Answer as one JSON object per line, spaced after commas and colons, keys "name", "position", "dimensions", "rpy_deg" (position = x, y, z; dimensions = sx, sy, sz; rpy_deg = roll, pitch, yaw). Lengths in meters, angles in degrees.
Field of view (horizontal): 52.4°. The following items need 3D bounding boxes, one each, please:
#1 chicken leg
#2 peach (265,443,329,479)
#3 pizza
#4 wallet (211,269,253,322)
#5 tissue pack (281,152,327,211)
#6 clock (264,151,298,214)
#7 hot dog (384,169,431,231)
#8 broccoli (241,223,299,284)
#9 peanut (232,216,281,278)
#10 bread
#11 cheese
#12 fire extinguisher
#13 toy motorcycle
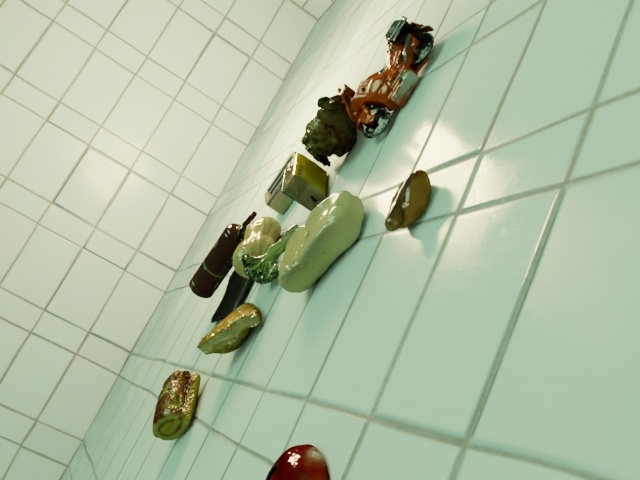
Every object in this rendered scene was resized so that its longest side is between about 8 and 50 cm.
{"name": "chicken leg", "position": [0.049, -0.325, 1.922], "dimensions": [0.212, 0.140, 0.361], "rpy_deg": [-67, -9, 17]}
{"name": "peach", "position": [-0.065, 0.433, 0.999], "dimensions": [0.189, 0.068, 0.279], "rpy_deg": [-53, 18, 24]}
{"name": "pizza", "position": [-0.235, 0.248, 1.805], "dimensions": [0.188, 0.081, 0.204], "rpy_deg": [-34, 9, 3]}
{"name": "wallet", "position": [-0.259, 0.119, 2.145], "dimensions": [0.247, 0.041, 0.323], "rpy_deg": [-26, 38, 63]}
{"name": "tissue pack", "position": [-0.043, -0.172, 1.894], "dimensions": [0.082, 0.120, 0.169], "rpy_deg": [-50, 17, 24]}
{"name": "clock", "position": [-0.109, -0.196, 2.208], "dimensions": [0.192, 0.071, 0.147], "rpy_deg": [-54, 17, 13]}
{"name": "hot dog", "position": [0.164, -0.073, 1.241], "dimensions": [0.140, 0.060, 0.090], "rpy_deg": [-66, 13, -12]}
{"name": "broccoli", "position": [-0.127, 0.037, 1.836], "dimensions": [0.204, 0.118, 0.122], "rpy_deg": [-44, -10, -9]}
{"name": "peanut", "position": [-0.185, 0.015, 1.993], "dimensions": [0.123, 0.123, 0.257], "rpy_deg": [-45, 14, 38]}
{"name": "bread", "position": [-0.412, 0.466, 1.856], "dimensions": [0.132, 0.103, 0.172], "rpy_deg": [-52, 20, 31]}
{"name": "cheese", "position": [0.002, 0.001, 1.520], "dimensions": [0.263, 0.093, 0.159], "rpy_deg": [-48, 22, 26]}
{"name": "fire extinguisher", "position": [-0.319, 0.044, 2.207], "dimensions": [0.341, 0.105, 0.141], "rpy_deg": [-52, 10, 25]}
{"name": "toy motorcycle", "position": [0.172, -0.431, 1.732], "dimensions": [0.326, 0.147, 0.221], "rpy_deg": [-59, 39, 5]}
